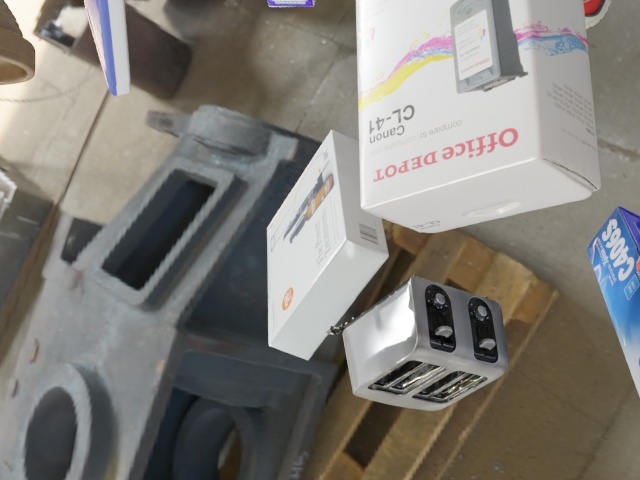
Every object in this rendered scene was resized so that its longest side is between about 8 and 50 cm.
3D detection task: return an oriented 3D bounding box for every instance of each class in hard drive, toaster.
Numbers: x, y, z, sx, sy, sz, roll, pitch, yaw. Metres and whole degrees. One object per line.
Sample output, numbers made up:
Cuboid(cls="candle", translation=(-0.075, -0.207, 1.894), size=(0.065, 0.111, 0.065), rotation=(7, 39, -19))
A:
Cuboid(cls="hard drive", translation=(-0.353, -0.410, 1.392), size=(0.318, 0.040, 0.210), rotation=(109, 144, -63))
Cuboid(cls="toaster", translation=(0.132, 0.143, 1.164), size=(0.186, 0.168, 0.110), rotation=(-40, 43, 40))

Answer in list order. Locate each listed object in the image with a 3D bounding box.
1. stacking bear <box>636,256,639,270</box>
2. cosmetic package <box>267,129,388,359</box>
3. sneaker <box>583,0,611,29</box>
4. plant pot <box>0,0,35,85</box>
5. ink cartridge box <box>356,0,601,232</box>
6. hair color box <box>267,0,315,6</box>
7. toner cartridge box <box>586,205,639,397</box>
Cuboid(cls="stacking bear", translation=(0.314, 0.024, 0.523), size=(0.289, 0.175, 0.164), rotation=(176, 88, -77))
Cuboid(cls="cosmetic package", translation=(0.000, 0.000, 1.692), size=(0.284, 0.097, 0.377), rotation=(-57, 22, 30))
Cuboid(cls="sneaker", translation=(0.389, -0.435, 1.253), size=(0.107, 0.118, 0.279), rotation=(2, 62, 29))
Cuboid(cls="plant pot", translation=(-0.413, -0.233, 0.885), size=(0.237, 0.237, 0.109), rotation=(2, 90, 41))
Cuboid(cls="ink cartridge box", translation=(0.159, -0.184, 0.928), size=(0.226, 0.131, 0.306), rotation=(-15, 67, 40))
Cuboid(cls="hair color box", translation=(-0.071, -0.650, 1.708), size=(0.110, 0.339, 0.185), rotation=(2, 55, 14))
Cuboid(cls="toner cartridge box", translation=(0.407, 0.099, 0.944), size=(0.348, 0.165, 0.075), rotation=(-78, 14, -61))
